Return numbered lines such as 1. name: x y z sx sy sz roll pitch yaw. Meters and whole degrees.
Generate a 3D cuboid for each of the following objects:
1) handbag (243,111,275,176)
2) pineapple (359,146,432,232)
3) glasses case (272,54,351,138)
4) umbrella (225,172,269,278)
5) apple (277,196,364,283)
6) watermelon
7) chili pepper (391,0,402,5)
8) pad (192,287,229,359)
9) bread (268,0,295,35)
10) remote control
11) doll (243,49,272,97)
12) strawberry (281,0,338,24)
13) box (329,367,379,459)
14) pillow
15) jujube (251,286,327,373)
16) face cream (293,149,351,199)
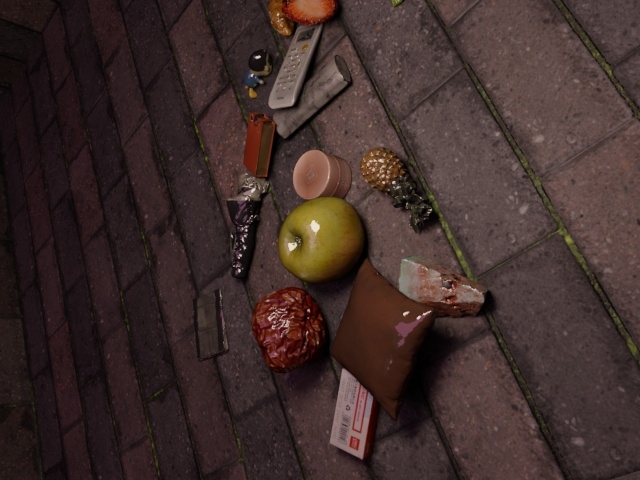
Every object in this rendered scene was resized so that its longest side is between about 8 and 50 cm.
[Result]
1. handbag: -0.205 -0.322 1.904 0.127 0.063 0.190 47 133 52
2. pineapple: 0.207 -0.138 1.518 0.125 0.125 0.251 -49 60 26
3. glasses case: -0.032 -0.446 1.805 0.299 0.060 0.114 -34 57 34
4. umbrella: -0.259 -0.047 1.929 0.113 0.106 0.358 9 91 39
5. apple: 0.000 0.000 1.629 0.261 0.194 0.261 2 93 44
6. watermelon: 0.304 0.128 1.422 0.241 0.094 0.154 8 97 40
7. chili pepper: 0.236 -0.696 1.622 0.091 0.034 0.030 -23 103 37
8. pad: -0.401 0.303 2.067 0.174 0.022 0.233 -23 69 38
9. bread: -0.129 -0.766 1.906 0.076 0.105 0.233 -16 68 34
10. remote control: -0.070 -0.552 1.822 0.109 0.055 0.313 3 67 41
11. doll: -0.214 -0.584 1.980 0.102 0.089 0.179 64 147 28
12. strawberry: -0.030 -0.719 1.806 0.167 0.087 0.208 -25 58 7
13. box: 0.100 0.466 1.574 0.123 0.050 0.229 10 90 41
14. pillow: 0.149 0.243 1.469 0.308 0.108 0.305 39 117 52
15. jujube: -0.092 0.256 1.666 0.213 0.213 0.232 -31 72 35
16. face cream: 0.005 -0.187 1.708 0.149 0.104 0.149 -7 80 41
